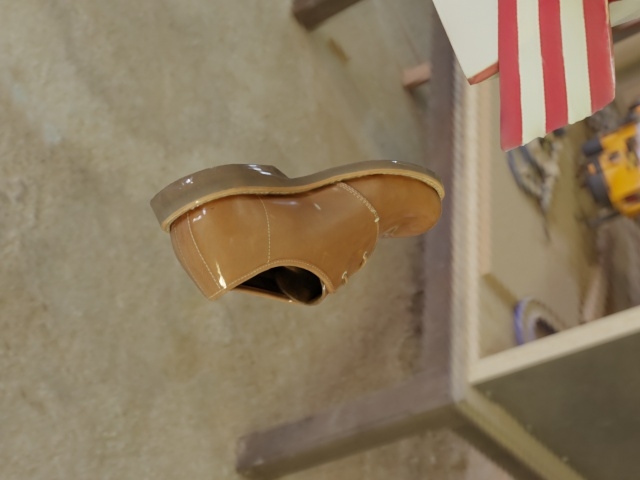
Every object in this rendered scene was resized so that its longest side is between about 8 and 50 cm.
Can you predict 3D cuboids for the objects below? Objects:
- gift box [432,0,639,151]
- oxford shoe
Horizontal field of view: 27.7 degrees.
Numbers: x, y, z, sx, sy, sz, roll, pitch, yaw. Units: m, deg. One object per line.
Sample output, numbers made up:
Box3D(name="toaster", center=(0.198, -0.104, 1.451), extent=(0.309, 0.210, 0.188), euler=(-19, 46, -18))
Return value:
Box3D(name="gift box", center=(0.134, -0.200, 0.478), extent=(0.258, 0.276, 0.255), euler=(-20, 82, -31))
Box3D(name="oxford shoe", center=(0.000, 0.000, 0.735), extent=(0.212, 0.076, 0.076), euler=(-9, 70, -45))
